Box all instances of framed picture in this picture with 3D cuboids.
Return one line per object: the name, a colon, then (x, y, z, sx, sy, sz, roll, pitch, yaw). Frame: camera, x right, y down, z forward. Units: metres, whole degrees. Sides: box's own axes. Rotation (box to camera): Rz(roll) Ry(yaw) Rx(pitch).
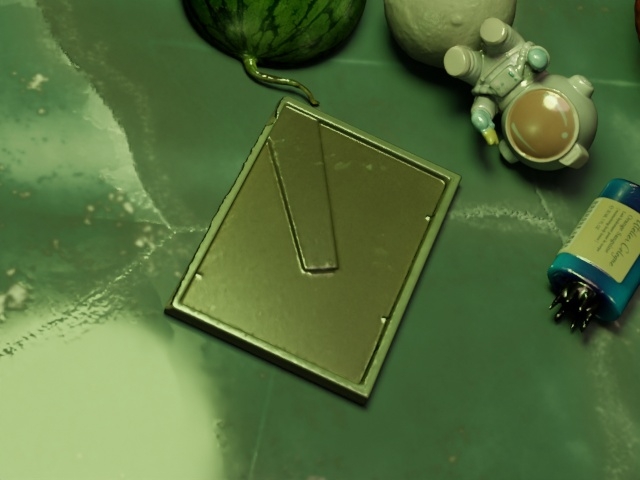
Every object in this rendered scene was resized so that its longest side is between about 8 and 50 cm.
framed picture: (0.000, 0.000, 1.466, 0.211, 0.020, 0.289, 25, 57, 1)

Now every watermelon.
watermelon: (-0.043, -0.293, 1.571, 0.204, 0.127, 0.232, 26, 62, -3)

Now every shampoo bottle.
shampoo bottle: (0.293, 0.018, 1.514, 0.087, 0.050, 0.183, 36, 57, 5)

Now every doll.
doll: (0.190, -0.190, 1.571, 0.151, 0.151, 0.287, -32, 79, -29)

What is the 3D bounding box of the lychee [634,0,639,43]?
lychee: (0.469, -0.269, 1.618, 0.255, 0.255, 0.300, 12, 18, -8)
